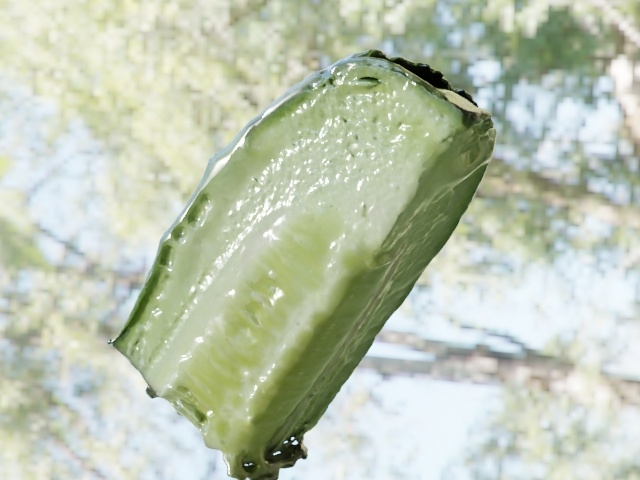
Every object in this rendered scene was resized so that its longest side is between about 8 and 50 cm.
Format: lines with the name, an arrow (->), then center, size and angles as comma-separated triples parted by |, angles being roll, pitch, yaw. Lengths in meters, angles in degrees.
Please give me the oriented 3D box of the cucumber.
cucumber -> -0.001, -0.002, 1.101 | 0.105, 0.145, 0.325 | -36, -16, -48
